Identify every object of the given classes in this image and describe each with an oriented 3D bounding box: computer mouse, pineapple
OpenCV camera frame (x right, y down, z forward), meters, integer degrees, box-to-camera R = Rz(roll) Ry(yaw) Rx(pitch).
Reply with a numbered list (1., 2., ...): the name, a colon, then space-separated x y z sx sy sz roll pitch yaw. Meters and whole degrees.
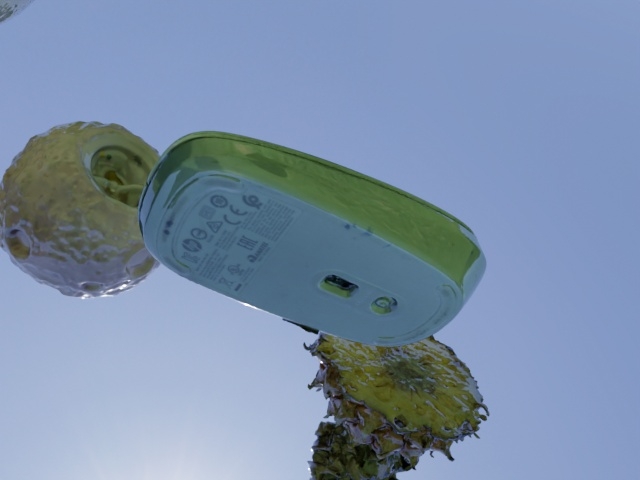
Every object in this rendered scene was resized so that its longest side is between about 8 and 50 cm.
1. computer mouse: 0.001 -0.004 0.485 0.289 0.159 0.096 24 -133 -16
2. pineapple: 0.060 0.274 0.812 0.263 0.271 0.262 18 -157 -8

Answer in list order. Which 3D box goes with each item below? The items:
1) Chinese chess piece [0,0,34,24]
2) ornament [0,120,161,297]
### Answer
1. Chinese chess piece: -0.357 -0.296 0.414 0.338 0.140 0.337 24 -139 -23
2. ornament: -0.337 -0.041 0.854 0.259 0.225 0.259 33 -144 -29
